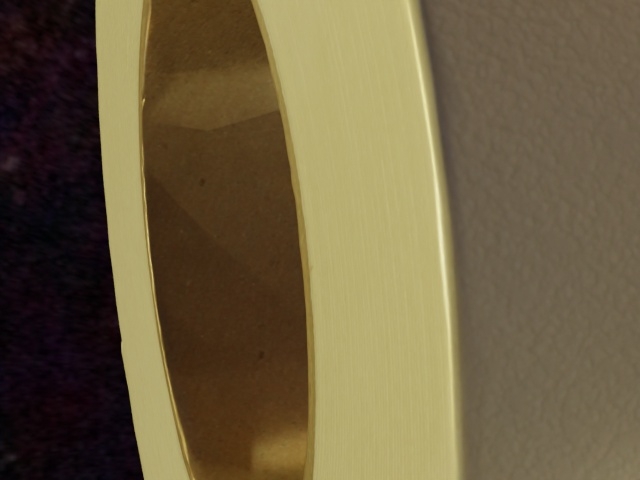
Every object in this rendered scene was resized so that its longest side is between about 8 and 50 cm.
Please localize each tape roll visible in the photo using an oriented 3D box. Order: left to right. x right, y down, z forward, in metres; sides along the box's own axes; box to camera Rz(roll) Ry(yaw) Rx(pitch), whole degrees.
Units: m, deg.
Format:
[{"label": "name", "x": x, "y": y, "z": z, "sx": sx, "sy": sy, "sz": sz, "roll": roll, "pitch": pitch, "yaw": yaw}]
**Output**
[{"label": "tape roll", "x": 0.000, "y": 0.000, "z": 0.503, "sx": 0.072, "sy": 0.392, "sz": 0.392, "roll": -6, "pitch": 82, "yaw": -17}]
